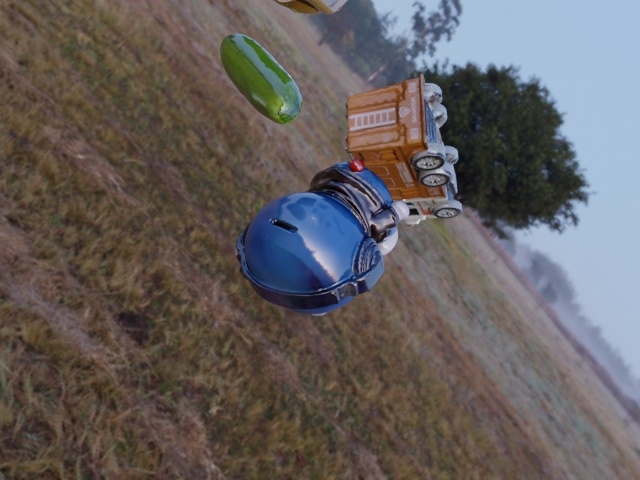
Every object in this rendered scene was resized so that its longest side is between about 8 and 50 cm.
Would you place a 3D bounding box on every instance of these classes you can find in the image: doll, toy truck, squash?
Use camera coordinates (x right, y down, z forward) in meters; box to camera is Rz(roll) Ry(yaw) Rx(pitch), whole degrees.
[{"bbox_3d":[0.000,0.000,1.144,0.284,0.310,0.240,20,-34,31],"label":"doll"},{"bbox_3d":[0.186,-0.175,1.355,0.387,0.206,0.173,48,39,-61],"label":"toy truck"},{"bbox_3d":[-0.101,-0.272,1.045,0.082,0.082,0.292,42,8,-46],"label":"squash"}]

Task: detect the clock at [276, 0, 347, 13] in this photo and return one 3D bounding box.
[{"bbox_3d":[-0.019,-0.588,1.267,0.200,0.244,0.317,30,13,16],"label":"clock"}]
